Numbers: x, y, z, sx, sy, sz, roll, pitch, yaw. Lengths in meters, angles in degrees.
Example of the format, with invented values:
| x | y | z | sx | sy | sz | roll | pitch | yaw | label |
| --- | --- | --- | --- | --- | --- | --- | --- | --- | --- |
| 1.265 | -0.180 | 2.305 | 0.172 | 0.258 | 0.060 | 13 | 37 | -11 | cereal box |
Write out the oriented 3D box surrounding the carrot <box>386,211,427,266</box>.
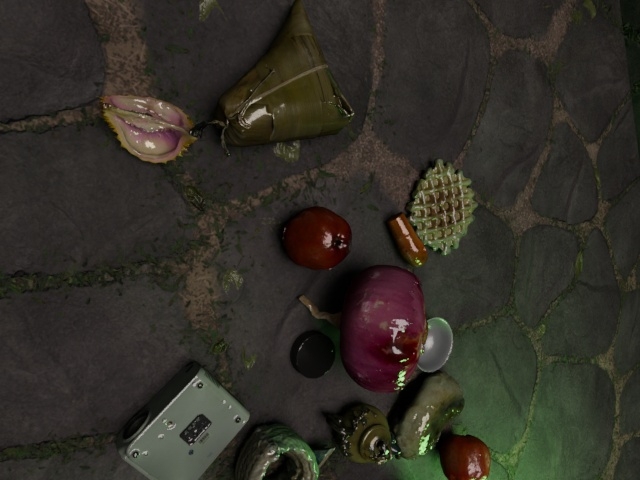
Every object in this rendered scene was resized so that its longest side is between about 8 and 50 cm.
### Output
| x | y | z | sx | sy | sz | roll | pitch | yaw | label |
| --- | --- | --- | --- | --- | --- | --- | --- | --- | --- |
| 0.285 | 0.002 | 1.358 | 0.087 | 0.087 | 0.193 | -44 | 111 | -21 | carrot |

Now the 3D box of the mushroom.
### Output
| x | y | z | sx | sy | sz | roll | pitch | yaw | label |
| --- | --- | --- | --- | --- | --- | --- | --- | --- | --- |
| 0.384 | 0.609 | 1.424 | 0.344 | 0.130 | 0.248 | -27 | 102 | -26 | mushroom |

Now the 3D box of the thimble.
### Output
| x | y | z | sx | sy | sz | roll | pitch | yaw | label |
| --- | --- | --- | --- | --- | --- | --- | --- | --- | --- |
| -0.123 | 0.619 | 1.117 | 0.219 | 0.150 | 0.219 | -3 | 95 | -30 | thimble |

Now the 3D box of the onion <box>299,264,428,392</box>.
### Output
| x | y | z | sx | sy | sz | roll | pitch | yaw | label |
| --- | --- | --- | --- | --- | --- | --- | --- | --- | --- |
| 0.161 | 0.250 | 1.189 | 0.358 | 0.345 | 0.358 | 15 | 70 | -50 | onion |

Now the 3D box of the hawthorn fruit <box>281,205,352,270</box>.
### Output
| x | y | z | sx | sy | sz | roll | pitch | yaw | label |
| --- | --- | --- | --- | --- | --- | --- | --- | --- | --- |
| 0.000 | 0.000 | 1.123 | 0.185 | 0.202 | 0.185 | -7 | 102 | -36 | hawthorn fruit |

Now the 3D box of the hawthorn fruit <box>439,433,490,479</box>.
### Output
| x | y | z | sx | sy | sz | roll | pitch | yaw | label |
| --- | --- | --- | --- | --- | --- | --- | --- | --- | --- |
| 0.519 | 0.806 | 1.474 | 0.179 | 0.179 | 0.200 | 43 | 38 | -25 | hawthorn fruit |

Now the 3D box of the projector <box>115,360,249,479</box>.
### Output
| x | y | z | sx | sy | sz | roll | pitch | yaw | label |
| --- | --- | --- | --- | --- | --- | --- | --- | --- | --- |
| -0.331 | 0.458 | 1.010 | 0.250 | 0.108 | 0.198 | -45 | 112 | -20 | projector |

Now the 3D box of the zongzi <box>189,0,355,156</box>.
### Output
| x | y | z | sx | sy | sz | roll | pitch | yaw | label |
| --- | --- | --- | --- | --- | --- | --- | --- | --- | --- |
| -0.163 | -0.412 | 1.030 | 0.447 | 0.181 | 0.418 | -18 | 89 | -29 | zongzi |

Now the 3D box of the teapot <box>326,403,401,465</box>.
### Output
| x | y | z | sx | sy | sz | roll | pitch | yaw | label |
| --- | --- | --- | --- | --- | --- | --- | --- | --- | --- |
| 0.137 | 0.596 | 1.248 | 0.269 | 0.182 | 0.173 | 34 | 77 | -26 | teapot |

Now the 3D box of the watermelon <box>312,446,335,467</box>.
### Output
| x | y | z | sx | sy | sz | roll | pitch | yaw | label |
| --- | --- | --- | --- | --- | --- | --- | --- | --- | --- |
| -0.030 | 0.673 | 1.226 | 0.180 | 0.081 | 0.094 | -43 | 130 | -4 | watermelon |

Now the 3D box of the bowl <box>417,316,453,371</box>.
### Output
| x | y | z | sx | sy | sz | roll | pitch | yaw | label |
| --- | --- | --- | --- | --- | --- | --- | --- | --- | --- |
| 0.363 | 0.348 | 1.421 | 0.189 | 0.086 | 0.189 | -3 | 96 | -31 | bowl |

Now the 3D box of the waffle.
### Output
| x | y | z | sx | sy | sz | roll | pitch | yaw | label |
| --- | --- | --- | --- | --- | --- | --- | --- | --- | --- |
| 0.433 | -0.114 | 1.450 | 0.292 | 0.056 | 0.309 | 34 | 77 | -27 | waffle |

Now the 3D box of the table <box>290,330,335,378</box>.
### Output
| x | y | z | sx | sy | sz | roll | pitch | yaw | label |
| --- | --- | --- | --- | --- | --- | --- | --- | --- | --- |
| -0.021 | 0.338 | 1.220 | 0.133 | 0.043 | 0.134 | -2 | 95 | -30 | table |

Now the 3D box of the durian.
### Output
| x | y | z | sx | sy | sz | roll | pitch | yaw | label |
| --- | --- | --- | --- | --- | --- | --- | --- | --- | --- |
| -0.381 | -0.262 | 0.927 | 0.182 | 0.132 | 0.165 | -17 | 90 | -17 | durian |
